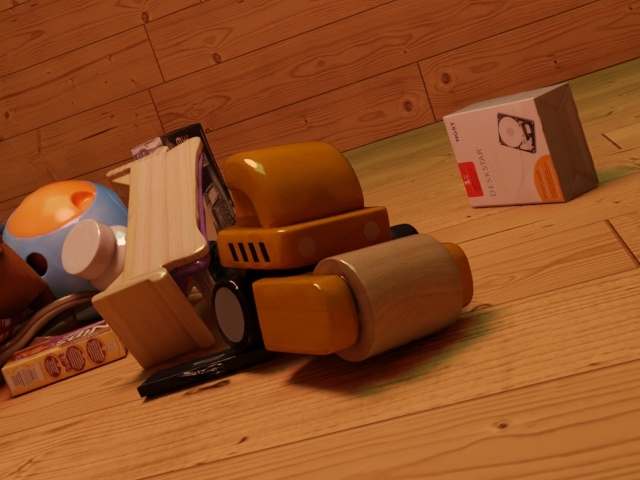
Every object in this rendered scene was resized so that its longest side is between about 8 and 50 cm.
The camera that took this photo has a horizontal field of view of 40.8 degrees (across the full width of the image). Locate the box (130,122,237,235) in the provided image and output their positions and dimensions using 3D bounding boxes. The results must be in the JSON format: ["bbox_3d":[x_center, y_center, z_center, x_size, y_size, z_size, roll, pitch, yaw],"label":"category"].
[{"bbox_3d":[-0.271,-0.088,1.857,0.076,0.307,0.242,-20,9,16],"label":"box"}]

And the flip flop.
[{"bbox_3d":[-0.488,0.183,1.485,0.277,0.080,0.112,-40,-2,-22],"label":"flip flop"}]

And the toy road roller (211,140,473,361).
[{"bbox_3d":[0.000,0.000,1.024,0.202,0.241,0.329,-15,8,-34],"label":"toy road roller"}]

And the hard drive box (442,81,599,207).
[{"bbox_3d":[0.339,-0.157,1.481,0.089,0.181,0.232,-26,11,-27],"label":"hard drive box"}]

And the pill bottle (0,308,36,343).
[{"bbox_3d":[-0.695,0.129,1.879,0.169,0.169,0.301,-14,11,24],"label":"pill bottle"}]

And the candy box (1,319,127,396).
[{"bbox_3d":[-0.406,0.183,1.391,0.186,0.053,0.109,-21,10,-5],"label":"candy box"}]

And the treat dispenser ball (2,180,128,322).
[{"bbox_3d":[-0.493,0.021,1.737,0.288,0.288,0.288,-18,10,3],"label":"treat dispenser ball"}]

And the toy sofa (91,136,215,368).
[{"bbox_3d":[-0.228,0.006,1.330,0.177,0.150,0.362,-22,36,6],"label":"toy sofa"}]

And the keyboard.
[{"bbox_3d":[-0.143,0.165,1.102,0.180,0.023,0.108,-19,4,6],"label":"keyboard"}]

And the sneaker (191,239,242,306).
[{"bbox_3d":[-0.152,0.026,1.484,0.153,0.101,0.268,-38,24,-4],"label":"sneaker"}]

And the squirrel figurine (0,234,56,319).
[{"bbox_3d":[-0.671,0.121,1.405,0.370,0.281,0.397,-49,1,-19],"label":"squirrel figurine"}]

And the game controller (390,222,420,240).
[{"bbox_3d":[0.018,0.024,1.493,0.319,0.067,0.166,-9,0,43],"label":"game controller"}]

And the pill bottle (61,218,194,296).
[{"bbox_3d":[-0.339,0.043,1.532,0.121,0.121,0.221,-12,-25,35],"label":"pill bottle"}]

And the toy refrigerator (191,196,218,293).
[{"bbox_3d":[-0.280,-0.032,1.684,0.102,0.269,0.094,-12,13,30],"label":"toy refrigerator"}]

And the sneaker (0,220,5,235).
[{"bbox_3d":[-0.725,0.011,1.738,0.297,0.111,0.129,-43,14,53],"label":"sneaker"}]
